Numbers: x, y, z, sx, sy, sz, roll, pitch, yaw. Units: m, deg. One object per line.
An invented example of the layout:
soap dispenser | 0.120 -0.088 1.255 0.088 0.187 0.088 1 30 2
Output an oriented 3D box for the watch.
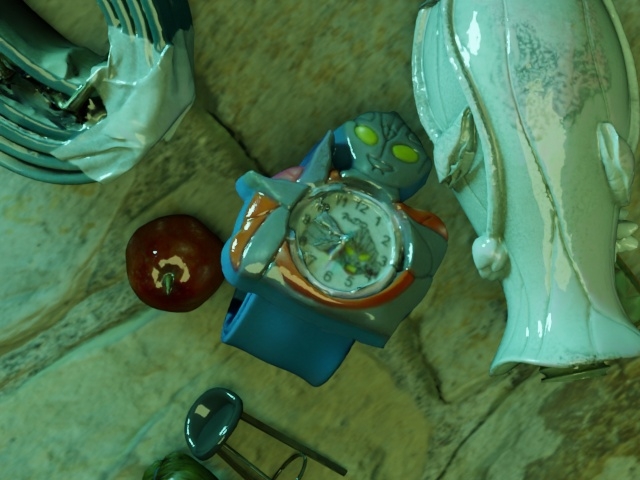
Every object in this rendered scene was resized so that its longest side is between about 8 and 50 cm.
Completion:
watch | 0.000 0.000 1.483 0.241 0.274 0.305 27 61 -6

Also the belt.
belt | -0.328 -0.266 1.408 0.300 0.173 0.436 -39 106 20

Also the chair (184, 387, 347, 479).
chair | -0.074 0.285 1.626 0.221 0.095 0.104 39 96 -11

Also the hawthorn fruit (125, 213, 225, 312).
hawthorn fruit | -0.177 0.026 1.538 0.125 0.140 0.125 -3 75 12

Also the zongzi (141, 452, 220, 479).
zongzi | -0.065 0.393 1.624 0.300 0.138 0.286 -13 105 13

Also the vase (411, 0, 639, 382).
vase | 0.244 -0.065 1.414 0.250 0.250 0.445 -9 85 1

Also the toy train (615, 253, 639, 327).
toy train | 0.339 0.038 1.568 0.072 0.099 0.188 -38 104 11
